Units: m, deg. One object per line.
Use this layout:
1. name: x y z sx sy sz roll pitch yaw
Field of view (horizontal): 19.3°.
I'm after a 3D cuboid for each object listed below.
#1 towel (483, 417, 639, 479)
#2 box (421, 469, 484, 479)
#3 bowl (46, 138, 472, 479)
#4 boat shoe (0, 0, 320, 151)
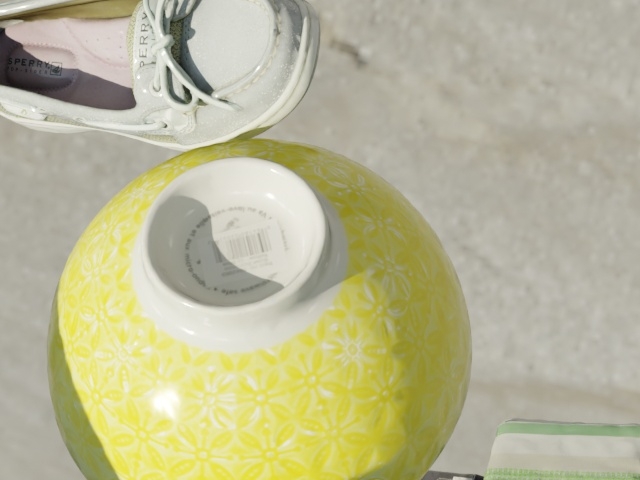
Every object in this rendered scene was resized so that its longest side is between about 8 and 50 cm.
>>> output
1. towel: 0.147 0.164 1.078 0.113 0.152 0.023 1 130 15
2. box: 0.168 0.220 1.490 0.162 0.029 0.116 20 169 -15
3. bowl: -0.046 0.037 1.200 0.289 0.289 0.156 13 150 12
4. boat shoe: -0.143 -0.130 1.333 0.320 0.118 0.103 5 175 37
